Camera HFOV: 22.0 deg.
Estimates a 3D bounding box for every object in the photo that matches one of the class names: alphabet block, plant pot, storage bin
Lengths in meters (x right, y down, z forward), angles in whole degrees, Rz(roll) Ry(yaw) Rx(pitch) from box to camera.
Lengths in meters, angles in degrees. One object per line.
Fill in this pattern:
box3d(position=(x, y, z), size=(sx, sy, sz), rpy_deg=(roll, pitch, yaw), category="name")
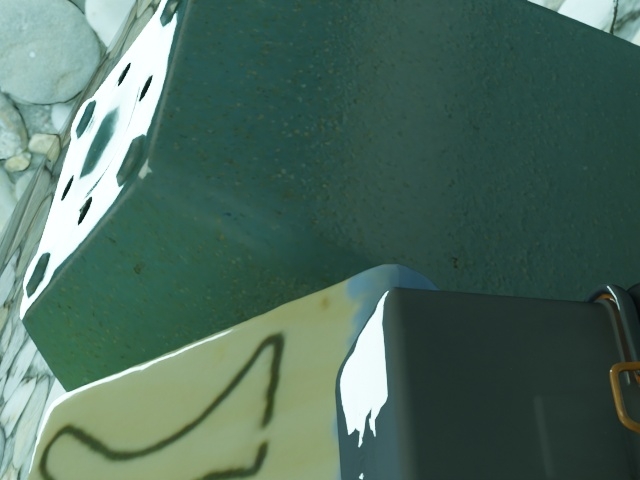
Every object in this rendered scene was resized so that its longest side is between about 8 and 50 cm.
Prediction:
box3d(position=(0.002, 0.154, 0.649), size=(0.197, 0.193, 0.192), rpy_deg=(-23, 40, 36), category="alphabet block")
box3d(position=(0.000, 0.000, 0.832), size=(0.248, 0.252, 0.247), rpy_deg=(-44, 27, 45), category="plant pot")
box3d(position=(0.059, 0.073, 0.508), size=(0.098, 0.091, 0.135), rpy_deg=(118, 155, -46), category="storage bin")
